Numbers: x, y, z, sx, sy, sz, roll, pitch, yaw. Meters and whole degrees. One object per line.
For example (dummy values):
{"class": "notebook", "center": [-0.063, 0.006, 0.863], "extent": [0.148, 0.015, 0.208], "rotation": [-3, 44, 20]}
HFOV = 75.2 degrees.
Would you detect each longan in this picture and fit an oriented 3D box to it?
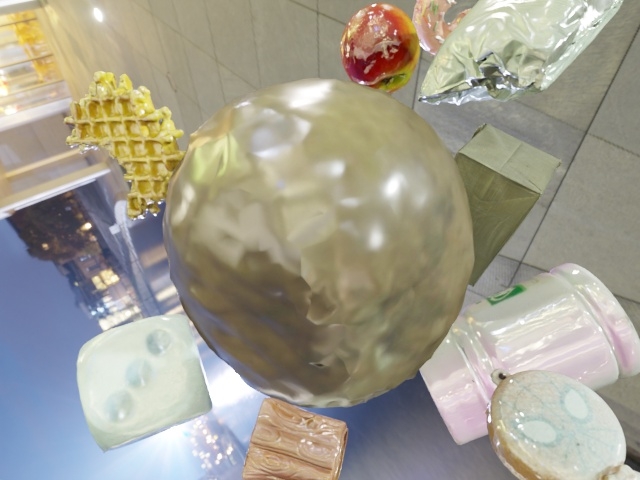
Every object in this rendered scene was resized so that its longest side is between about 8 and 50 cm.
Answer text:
{"class": "longan", "center": [0.004, -0.001, 0.579], "extent": [0.404, 0.404, 0.436], "rotation": [28, 143, 51]}

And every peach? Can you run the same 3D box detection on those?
{"class": "peach", "center": [0.132, -0.448, 0.963], "extent": [0.197, 0.197, 0.197], "rotation": [45, 152, 33]}

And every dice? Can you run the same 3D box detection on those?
{"class": "dice", "center": [-0.437, 0.356, 1.064], "extent": [0.264, 0.268, 0.262], "rotation": [117, 135, -64]}

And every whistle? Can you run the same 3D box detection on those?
{"class": "whistle", "center": [0.224, 0.190, 0.339], "extent": [0.220, 0.107, 0.057], "rotation": [47, 152, 48]}

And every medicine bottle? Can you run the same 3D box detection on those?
{"class": "medicine bottle", "center": [0.346, 0.199, 0.741], "extent": [0.212, 0.325, 0.212], "rotation": [60, -172, -14]}

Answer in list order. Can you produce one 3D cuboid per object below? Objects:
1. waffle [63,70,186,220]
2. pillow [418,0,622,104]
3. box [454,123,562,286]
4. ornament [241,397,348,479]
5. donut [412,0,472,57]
{"class": "waffle", "center": [-0.412, -0.203, 0.887], "extent": [0.260, 0.069, 0.293], "rotation": [-39, 96, 29]}
{"class": "pillow", "center": [0.337, -0.360, 0.734], "extent": [0.138, 0.310, 0.283], "rotation": [45, 170, -31]}
{"class": "box", "center": [0.291, -0.065, 0.764], "extent": [0.155, 0.149, 0.231], "rotation": [35, 137, 16]}
{"class": "ornament", "center": [-0.052, 0.520, 1.054], "extent": [0.218, 0.235, 0.221], "rotation": [11, 104, 13]}
{"class": "donut", "center": [0.357, -0.589, 1.128], "extent": [0.199, 0.233, 0.085], "rotation": [123, 154, -44]}
